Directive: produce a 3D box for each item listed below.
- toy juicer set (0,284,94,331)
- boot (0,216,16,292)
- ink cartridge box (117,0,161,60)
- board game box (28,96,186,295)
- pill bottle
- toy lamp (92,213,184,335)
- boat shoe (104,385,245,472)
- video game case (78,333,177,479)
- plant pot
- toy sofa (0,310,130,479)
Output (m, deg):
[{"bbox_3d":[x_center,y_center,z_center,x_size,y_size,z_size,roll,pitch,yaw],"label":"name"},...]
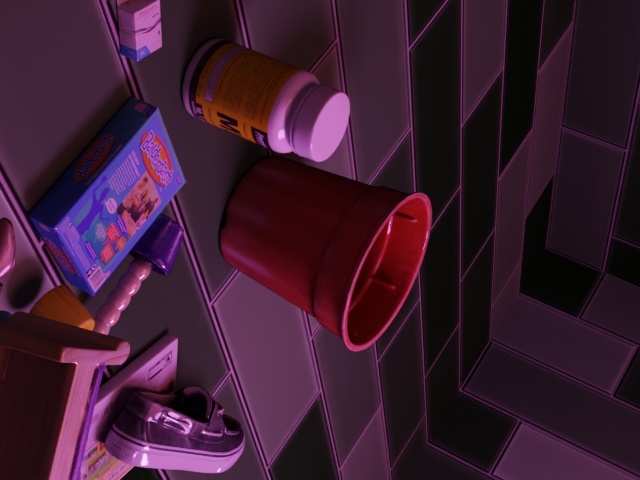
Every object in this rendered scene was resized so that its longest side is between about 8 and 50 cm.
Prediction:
[{"bbox_3d":[-0.419,0.166,1.239,0.209,0.089,0.329,-55,166,23],"label":"toy juicer set"},{"bbox_3d":[-0.391,0.036,1.204,0.087,0.042,0.118,-22,131,-56],"label":"boot"},{"bbox_3d":[-0.218,-0.266,1.295,0.048,0.028,0.083,-45,149,-41],"label":"ink cartridge box"},{"bbox_3d":[-0.267,-0.056,1.375,0.210,0.047,0.160,-54,154,-25],"label":"board game box"},{"bbox_3d":[-0.073,-0.189,1.456,0.119,0.208,0.119,-47,151,-37],"label":"pill bottle"},{"bbox_3d":[-0.280,0.085,1.455,0.275,0.080,0.080,-56,156,-17],"label":"toy lamp"},{"bbox_3d":[-0.203,0.293,1.702,0.119,0.121,0.335,-63,156,4],"label":"boat shoe"},{"bbox_3d":[-0.303,0.281,1.664,0.227,0.026,0.206,-41,147,-47],"label":"video game case"},{"bbox_3d":[0.000,0.000,1.734,0.272,0.265,0.272,-47,151,-36],"label":"plant pot"},{"bbox_3d":[-0.313,0.265,1.130,0.177,0.150,0.362,18,84,-65],"label":"toy sofa"}]
